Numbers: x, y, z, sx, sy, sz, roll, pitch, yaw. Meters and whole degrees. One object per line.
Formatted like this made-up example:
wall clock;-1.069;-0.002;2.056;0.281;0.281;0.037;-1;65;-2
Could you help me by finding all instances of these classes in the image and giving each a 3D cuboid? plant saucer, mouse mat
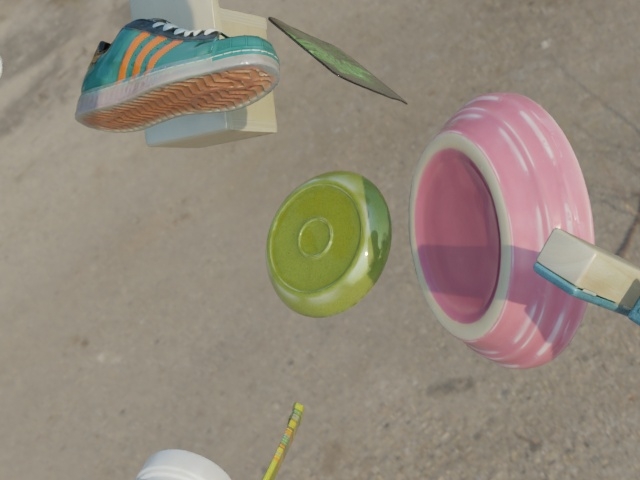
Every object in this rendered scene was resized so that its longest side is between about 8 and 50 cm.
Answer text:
plant saucer;0.000;0.000;1.540;0.241;0.037;0.240;-11;70;34
plant saucer;0.195;-0.008;1.175;0.084;0.332;0.332;-6;27;-20
mouse mat;0.026;-0.240;1.322;0.152;0.190;0.007;44;110;28

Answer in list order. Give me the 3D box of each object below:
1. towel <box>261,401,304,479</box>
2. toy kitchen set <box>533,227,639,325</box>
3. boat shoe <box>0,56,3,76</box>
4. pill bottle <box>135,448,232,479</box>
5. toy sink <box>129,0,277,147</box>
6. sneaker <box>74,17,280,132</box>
towel;-0.082;0.340;1.373;0.021;0.102;0.237;24;67;8
toy kitchen set;0.262;0.116;0.836;0.207;0.122;0.166;38;104;47
boat shoe;-0.487;-0.225;1.248;0.135;0.157;0.367;-68;20;13
pill bottle;-0.206;0.396;1.172;0.162;0.162;0.278;-16;30;31
toy sink;-0.165;-0.258;1.408;0.153;0.131;0.234;-8;90;33
sneaker;-0.171;-0.209;1.130;0.302;0.108;0.121;-6;75;37
